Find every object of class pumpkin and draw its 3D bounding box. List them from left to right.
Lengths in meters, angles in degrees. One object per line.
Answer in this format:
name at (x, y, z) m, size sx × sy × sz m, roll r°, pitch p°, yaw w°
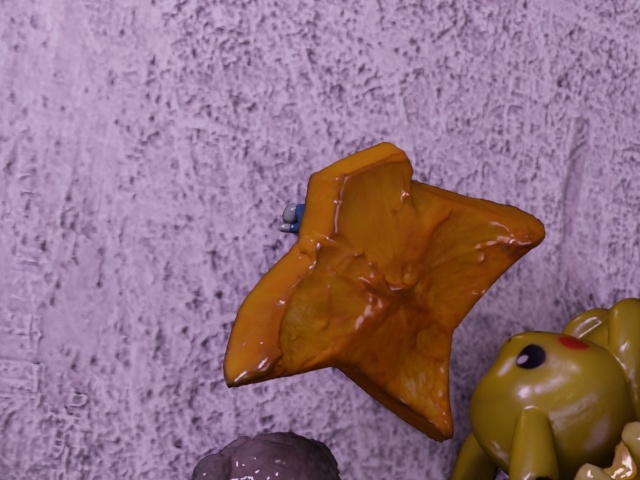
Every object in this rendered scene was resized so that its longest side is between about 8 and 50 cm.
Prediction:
pumpkin at (0.058, 0.045, 1.131) m, size 0.290 × 0.095 × 0.258 m, roll 24°, pitch 84°, yaw -37°

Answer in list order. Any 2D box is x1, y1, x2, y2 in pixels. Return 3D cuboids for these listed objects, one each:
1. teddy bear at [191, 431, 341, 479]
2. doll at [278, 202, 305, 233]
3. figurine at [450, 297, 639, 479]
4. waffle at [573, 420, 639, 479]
teddy bear at (-0.028, 0.307, 1.099) m, size 0.236 × 0.151 × 0.267 m, roll 1°, pitch 90°, yaw -52°
doll at (0.000, 0.000, 1.177) m, size 0.076 × 0.050 × 0.083 m, roll -8°, pitch 90°, yaw -12°
figurine at (0.257, 0.155, 1.174) m, size 0.326 × 0.218 × 0.169 m, roll -16°, pitch 79°, yaw -22°
waffle at (0.306, 0.277, 1.105) m, size 0.382 × 0.095 × 0.380 m, roll -8°, pitch 128°, yaw -40°
